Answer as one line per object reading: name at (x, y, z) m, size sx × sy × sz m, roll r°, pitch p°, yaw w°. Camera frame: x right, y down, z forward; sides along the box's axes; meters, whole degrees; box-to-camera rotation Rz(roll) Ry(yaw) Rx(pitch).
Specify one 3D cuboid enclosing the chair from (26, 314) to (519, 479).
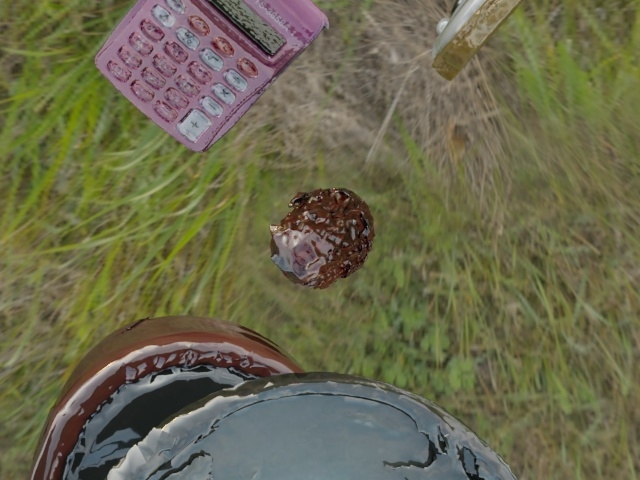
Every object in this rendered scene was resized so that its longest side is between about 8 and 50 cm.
chair at (-0.048, 0.163, 0.738) m, size 0.226 × 0.401 × 0.227 m, roll 0°, pitch 92°, yaw -13°

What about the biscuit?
biscuit at (0.163, -0.226, 1.203) m, size 0.049 × 0.208 × 0.181 m, roll 41°, pitch 93°, yaw 1°

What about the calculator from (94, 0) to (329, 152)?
calculator at (-0.091, -0.160, 1.074) m, size 0.126 × 0.034 × 0.190 m, roll 40°, pitch 131°, yaw -11°

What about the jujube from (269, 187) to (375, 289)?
jujube at (0.004, 0.002, 1.402) m, size 0.104 × 0.166 × 0.104 m, roll 8°, pitch 115°, yaw 18°
